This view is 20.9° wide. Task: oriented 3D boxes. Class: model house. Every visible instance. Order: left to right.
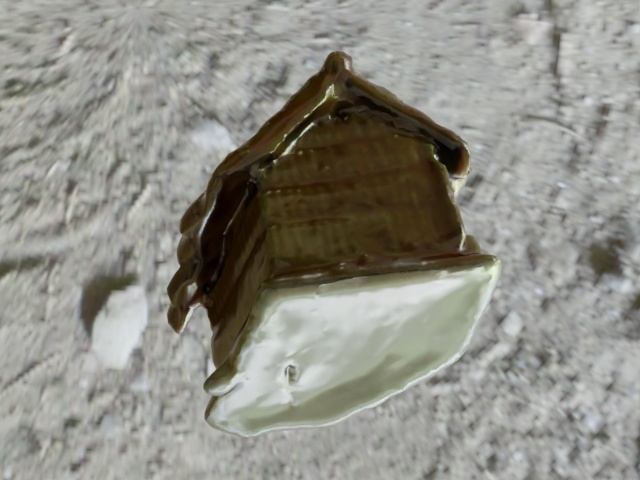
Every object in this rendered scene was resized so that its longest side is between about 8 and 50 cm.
[{"bbox_3d":[0.000,0.001,1.320,0.219,0.229,0.199,2,140,-15],"label":"model house"}]
